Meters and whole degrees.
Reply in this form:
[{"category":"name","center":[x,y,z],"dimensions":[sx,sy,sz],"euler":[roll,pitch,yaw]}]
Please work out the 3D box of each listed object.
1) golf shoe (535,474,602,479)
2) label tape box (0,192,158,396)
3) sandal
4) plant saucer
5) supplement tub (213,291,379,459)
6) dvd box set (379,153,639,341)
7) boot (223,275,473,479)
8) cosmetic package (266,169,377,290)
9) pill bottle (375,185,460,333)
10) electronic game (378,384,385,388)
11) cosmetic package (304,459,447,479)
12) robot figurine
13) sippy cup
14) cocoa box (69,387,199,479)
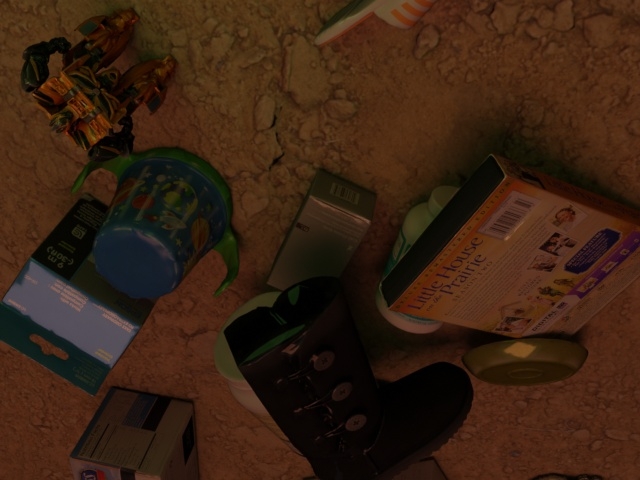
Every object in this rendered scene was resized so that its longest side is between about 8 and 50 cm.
[{"category":"golf shoe","center":[0.564,0.590,1.668],"dimensions":[0.176,0.086,0.069],"euler":[-11,124,23]},{"category":"label tape box","center":[-0.440,0.093,1.390],"dimensions":[0.240,0.334,0.106],"euler":[35,126,-13]},{"category":"sandal","center":[0.108,-0.351,1.092],"dimensions":[0.265,0.102,0.076],"euler":[-24,118,37]},{"category":"plant saucer","center":[0.398,0.245,1.414],"dimensions":[0.240,0.037,0.241],"euler":[0,154,0]},{"category":"supplement tub","center":[-0.042,0.275,1.454],"dimensions":[0.235,0.235,0.325],"euler":[-16,134,24]},{"category":"dvd box set","center":[0.349,0.039,1.214],"dimensions":[0.420,0.062,0.308],"euler":[14,128,-30]},{"category":"boot","center":[0.074,0.224,1.278],"dimensions":[0.146,0.367,0.445],"euler":[28,151,52]},{"category":"cosmetic package","center":[0.000,0.000,1.362],"dimensions":[0.127,0.107,0.238],"euler":[22,126,-5]},{"category":"pill bottle","center":[0.201,0.033,1.310],"dimensions":[0.146,0.146,0.264],"euler":[18,128,0]},{"category":"electronic game","center":[0.131,0.416,1.668],"dimensions":[0.229,0.048,0.229],"euler":[6,126,9]},{"category":"cosmetic package","center":[0.142,0.691,1.798],"dimensions":[0.384,0.156,0.217],"euler":[-20,120,24]},{"category":"robot figurine","center":[-0.340,-0.253,1.142],"dimensions":[0.085,0.291,0.211],"euler":[-28,116,29]},{"category":"sippy cup","center":[-0.303,-0.018,1.347],"dimensions":[0.305,0.224,0.240],"euler":[10,128,6]},{"category":"cocoa box","center":[-0.452,0.580,1.812],"dimensions":[0.227,0.231,0.347],"euler":[10,127,8]}]
